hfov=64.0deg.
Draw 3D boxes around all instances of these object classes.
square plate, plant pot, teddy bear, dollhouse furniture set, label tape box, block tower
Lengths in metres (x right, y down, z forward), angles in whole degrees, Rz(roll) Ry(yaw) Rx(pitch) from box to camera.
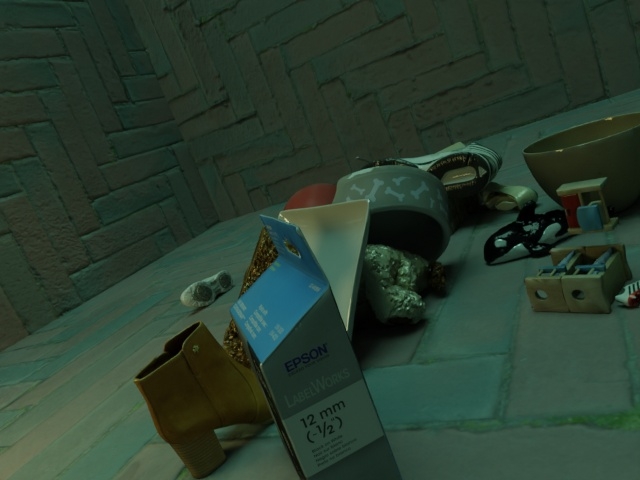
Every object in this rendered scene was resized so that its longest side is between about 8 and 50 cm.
[{"bbox_3d":[-0.018,0.097,1.069,0.049,0.344,0.347,15,-10,-33],"label":"square plate"},{"bbox_3d":[0.000,0.000,1.501,0.274,0.275,0.243,-19,23,12],"label":"plant pot"},{"bbox_3d":[-0.121,0.142,1.062,0.113,0.338,0.245,19,-2,-12],"label":"teddy bear"},{"bbox_3d":[0.421,0.010,0.871,0.129,0.184,0.128,-32,16,-39],"label":"dollhouse furniture set"},{"bbox_3d":[0.649,-0.166,1.210,0.284,0.191,0.284,-20,11,4],"label":"plant pot"},{"bbox_3d":[-0.035,0.150,0.663,0.115,0.348,0.249,-25,13,-13],"label":"label tape box"},{"bbox_3d":[0.422,-0.114,1.619,0.097,0.091,0.335,-12,15,39],"label":"block tower"}]

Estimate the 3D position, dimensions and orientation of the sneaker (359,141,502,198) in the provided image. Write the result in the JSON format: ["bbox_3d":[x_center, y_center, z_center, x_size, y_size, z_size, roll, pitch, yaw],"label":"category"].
[{"bbox_3d":[0.352,-0.202,1.616,0.447,0.169,0.257,-1,14,38],"label":"sneaker"}]

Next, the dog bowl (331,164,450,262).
[{"bbox_3d":[0.143,-0.019,1.206,0.348,0.349,0.102,-19,53,14],"label":"dog bowl"}]

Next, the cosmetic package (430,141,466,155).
[{"bbox_3d":[0.427,-0.219,1.836,0.309,0.160,0.113,-27,-31,-23],"label":"cosmetic package"}]

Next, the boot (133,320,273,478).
[{"bbox_3d":[-0.155,0.225,0.871,0.104,0.211,0.295,-10,17,41],"label":"boot"}]

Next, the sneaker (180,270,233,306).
[{"bbox_3d":[-0.417,0.185,1.814,0.115,0.091,0.232,-21,2,33],"label":"sneaker"}]

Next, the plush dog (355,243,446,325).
[{"bbox_3d":[0.145,0.076,1.130,0.262,0.211,0.225,-7,-7,44],"label":"plush dog"}]

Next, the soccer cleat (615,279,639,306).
[{"bbox_3d":[0.504,0.077,0.814,0.083,0.029,0.035,-32,20,-23],"label":"soccer cleat"}]

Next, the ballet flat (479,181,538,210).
[{"bbox_3d":[0.536,-0.127,1.529,0.086,0.086,0.248,-25,14,-14],"label":"ballet flat"}]

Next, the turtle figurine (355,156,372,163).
[{"bbox_3d":[0.294,-0.190,1.932,0.266,0.275,0.198,-18,47,-1],"label":"turtle figurine"}]

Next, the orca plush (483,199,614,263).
[{"bbox_3d":[0.499,-0.041,1.148,0.287,0.102,0.151,-17,13,20],"label":"orca plush"}]
